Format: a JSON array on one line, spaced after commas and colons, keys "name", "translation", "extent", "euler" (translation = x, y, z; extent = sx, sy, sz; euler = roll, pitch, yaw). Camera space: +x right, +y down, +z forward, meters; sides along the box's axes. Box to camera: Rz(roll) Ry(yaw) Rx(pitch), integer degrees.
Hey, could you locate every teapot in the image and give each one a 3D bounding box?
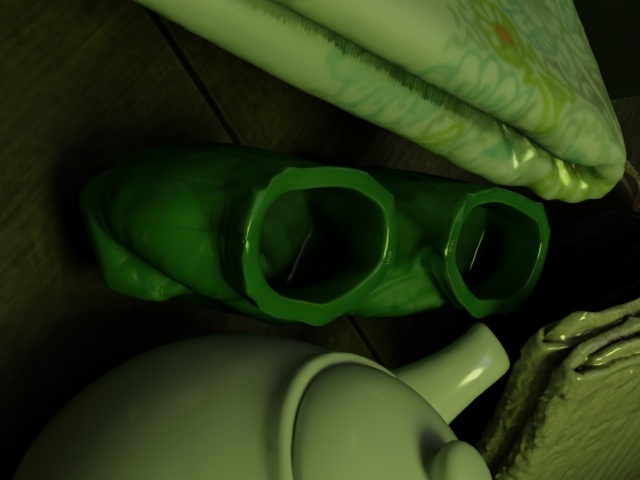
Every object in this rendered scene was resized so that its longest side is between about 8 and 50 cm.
[{"name": "teapot", "translation": [-0.007, 0.142, 0.465], "extent": [0.252, 0.187, 0.256], "euler": [28, 41, -44]}]

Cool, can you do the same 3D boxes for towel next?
[{"name": "towel", "translation": [0.014, -0.206, 0.585], "extent": [0.374, 0.090, 0.321], "euler": [19, 51, -41]}, {"name": "towel", "translation": [0.177, 0.120, 0.673], "extent": [0.187, 0.282, 0.049], "euler": [-16, 53, -25]}]

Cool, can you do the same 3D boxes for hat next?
[{"name": "hat", "translation": [0.216, 0.056, 0.785], "extent": [0.331, 0.331, 0.134], "euler": [15, 35, -46]}]

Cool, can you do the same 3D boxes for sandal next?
[{"name": "sandal", "translation": [0.237, -0.037, 0.888], "extent": [0.240, 0.088, 0.079], "euler": [46, 45, -43]}]

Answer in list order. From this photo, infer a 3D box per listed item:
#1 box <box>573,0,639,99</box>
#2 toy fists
[{"name": "box", "translation": [0.217, -0.163, 0.816], "extent": [0.156, 0.158, 0.093], "euler": [-26, 104, -45]}, {"name": "toy fists", "translation": [0.000, 0.000, 0.578], "extent": [0.279, 0.142, 0.096], "euler": [2, 100, -47]}]
